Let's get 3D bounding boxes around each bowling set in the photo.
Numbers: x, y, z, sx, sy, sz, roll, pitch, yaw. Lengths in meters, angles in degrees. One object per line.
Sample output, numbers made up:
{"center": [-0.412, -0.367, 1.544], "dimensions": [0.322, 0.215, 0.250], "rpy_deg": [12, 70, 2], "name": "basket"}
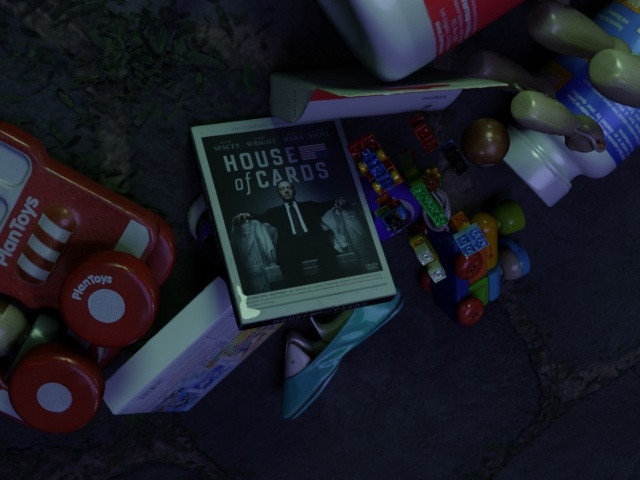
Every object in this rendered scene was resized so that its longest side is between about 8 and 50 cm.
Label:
{"center": [0.249, -0.167, 1.015], "dimensions": [0.154, 0.287, 0.200], "rpy_deg": [13, 126, -36], "name": "bowling set"}

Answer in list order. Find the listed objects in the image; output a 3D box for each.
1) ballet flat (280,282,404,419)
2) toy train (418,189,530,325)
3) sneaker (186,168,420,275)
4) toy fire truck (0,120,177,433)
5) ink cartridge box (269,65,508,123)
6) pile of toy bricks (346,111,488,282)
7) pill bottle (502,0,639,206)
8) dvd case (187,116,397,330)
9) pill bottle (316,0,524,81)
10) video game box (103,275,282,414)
{"center": [0.004, 0.134, 1.251], "dimensions": [0.087, 0.083, 0.247], "rpy_deg": [39, 103, -14], "name": "ballet flat"}
{"center": [0.209, -0.015, 1.215], "dimensions": [0.143, 0.105, 0.248], "rpy_deg": [-27, 133, -19], "name": "toy train"}
{"center": [0.000, 0.001, 1.096], "dimensions": [0.293, 0.146, 0.102], "rpy_deg": [-9, 127, -19], "name": "sneaker"}
{"center": [-0.315, 0.049, 1.000], "dimensions": [0.254, 0.169, 0.302], "rpy_deg": [31, 109, -12], "name": "toy fire truck"}
{"center": [0.064, -0.149, 0.968], "dimensions": [0.181, 0.224, 0.056], "rpy_deg": [-8, 110, -19], "name": "ink cartridge box"}
{"center": [0.115, -0.067, 1.066], "dimensions": [0.118, 0.105, 0.212], "rpy_deg": [-31, 122, 10], "name": "pile of toy bricks"}
{"center": [0.341, -0.174, 1.125], "dimensions": [0.272, 0.152, 0.152], "rpy_deg": [-44, 130, 10], "name": "pill bottle"}
{"center": [-0.033, -0.030, 1.015], "dimensions": [0.179, 0.239, 0.029], "rpy_deg": [-10, 159, -19], "name": "dvd case"}
{"center": [0.173, -0.350, 0.871], "dimensions": [0.407, 0.229, 0.229], "rpy_deg": [-33, 131, 0], "name": "pill bottle"}
{"center": [-0.147, 0.134, 1.137], "dimensions": [0.205, 0.048, 0.187], "rpy_deg": [-42, 159, 8], "name": "video game box"}
